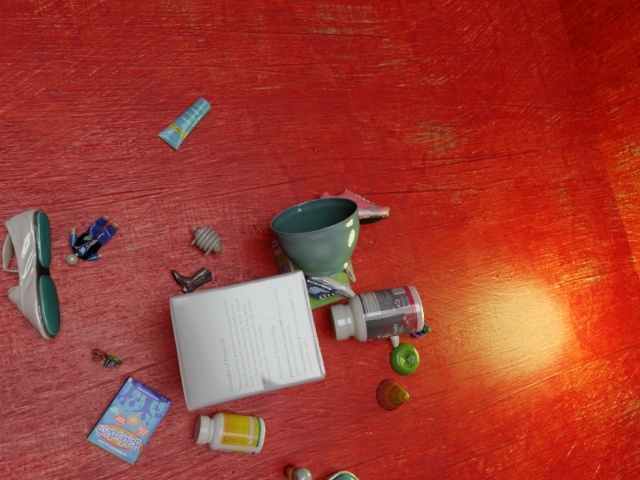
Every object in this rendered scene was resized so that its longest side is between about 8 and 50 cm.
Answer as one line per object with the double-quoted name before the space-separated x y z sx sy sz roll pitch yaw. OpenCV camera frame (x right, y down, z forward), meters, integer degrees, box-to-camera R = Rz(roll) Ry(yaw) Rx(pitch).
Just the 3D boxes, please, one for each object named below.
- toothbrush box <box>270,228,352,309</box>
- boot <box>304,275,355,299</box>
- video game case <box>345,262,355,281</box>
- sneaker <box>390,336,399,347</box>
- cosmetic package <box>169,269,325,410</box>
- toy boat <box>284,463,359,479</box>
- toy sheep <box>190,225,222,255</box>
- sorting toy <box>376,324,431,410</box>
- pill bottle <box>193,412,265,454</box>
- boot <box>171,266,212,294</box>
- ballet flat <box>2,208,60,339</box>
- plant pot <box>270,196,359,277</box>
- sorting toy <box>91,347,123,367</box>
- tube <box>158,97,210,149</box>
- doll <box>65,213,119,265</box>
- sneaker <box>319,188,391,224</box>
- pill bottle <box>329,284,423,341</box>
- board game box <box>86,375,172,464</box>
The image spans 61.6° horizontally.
"toothbrush box" -0.033 0.101 1.953 0.206 0.122 0.283 -15 84 -26
"boot" 0.022 0.176 1.863 0.190 0.069 0.086 29 77 -7
"video game case" 0.093 0.059 1.991 0.019 0.143 0.157 -18 62 7
"sneaker" 0.254 0.337 2.074 0.076 0.057 0.161 -11 85 -9
"cosmetic package" -0.230 0.298 1.665 0.394 0.329 0.327 -11 84 -10
"toy boat" 0.007 0.869 1.793 0.318 0.148 0.267 46 65 -9
"toy sheep" -0.392 -0.004 1.838 0.132 0.091 0.091 39 66 -6
"sorting toy" 0.340 0.473 2.037 0.127 0.126 0.365 32 69 -15
"pill bottle" -0.294 0.620 1.729 0.209 0.118 0.117 14 74 -21
"boot" -0.433 0.114 1.818 0.114 0.037 0.106 -36 108 -23
"ballet flat" -0.864 0.105 1.594 0.139 0.139 0.399 -7 78 -25
"plant pot" 0.000 0.000 1.790 0.293 0.293 0.196 -26 116 -26
"sorting toy" -0.661 0.371 1.651 0.102 0.061 0.042 24 69 7
"tube" -0.477 -0.420 1.911 0.080 0.052 0.207 38 72 -1
"doll" -0.735 0.001 1.703 0.129 0.046 0.189 45 72 -20
"sneaker" 0.135 -0.137 2.081 0.314 0.116 0.136 -2 78 -24
"pill bottle" 0.200 0.274 1.962 0.319 0.176 0.176 -10 83 -6
"board game box" -0.585 0.551 1.653 0.160 0.047 0.210 36 68 -13
